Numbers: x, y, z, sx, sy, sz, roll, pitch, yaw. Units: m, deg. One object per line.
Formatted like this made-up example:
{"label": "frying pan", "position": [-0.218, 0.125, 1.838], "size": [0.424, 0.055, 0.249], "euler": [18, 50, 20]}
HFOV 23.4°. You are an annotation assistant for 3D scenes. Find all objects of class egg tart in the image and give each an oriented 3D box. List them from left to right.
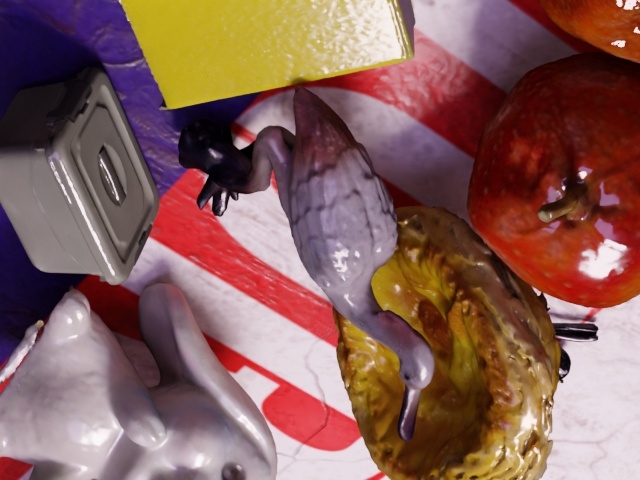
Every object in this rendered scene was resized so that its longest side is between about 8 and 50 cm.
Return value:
{"label": "egg tart", "position": [0.121, 0.099, 1.364], "size": [0.116, 0.295, 0.295], "euler": [-15, 139, -31]}

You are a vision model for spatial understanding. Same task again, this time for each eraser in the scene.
{"label": "eraser", "position": [-0.043, -0.200, 1.224], "size": [0.226, 0.069, 0.158], "euler": [-10, 128, 12]}

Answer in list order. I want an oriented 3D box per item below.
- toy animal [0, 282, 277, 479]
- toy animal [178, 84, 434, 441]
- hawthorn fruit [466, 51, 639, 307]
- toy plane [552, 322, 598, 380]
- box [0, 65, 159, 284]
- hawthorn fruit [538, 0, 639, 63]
{"label": "toy animal", "position": [-0.190, 0.185, 1.465], "size": [0.249, 0.174, 0.289], "euler": [-32, 93, 15]}
{"label": "toy animal", "position": [0.016, -0.001, 1.299], "size": [0.324, 0.090, 0.195], "euler": [49, 145, 10]}
{"label": "hawthorn fruit", "position": [0.211, -0.043, 1.222], "size": [0.205, 0.253, 0.205], "euler": [4, 107, 13]}
{"label": "toy plane", "position": [0.165, 0.106, 1.493], "size": [0.197, 0.053, 0.078], "euler": [7, 123, -3]}
{"label": "box", "position": [-0.219, -0.053, 1.337], "size": [0.093, 0.124, 0.172], "euler": [-3, 130, 20]}
{"label": "hawthorn fruit", "position": [0.240, -0.210, 1.141], "size": [0.173, 0.173, 0.179], "euler": [-14, 128, 15]}
